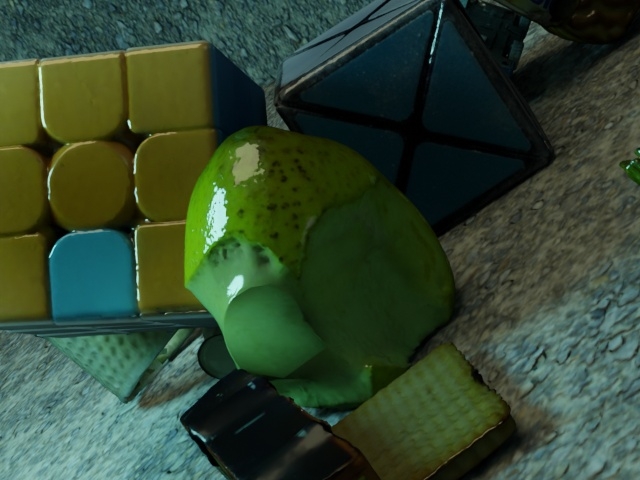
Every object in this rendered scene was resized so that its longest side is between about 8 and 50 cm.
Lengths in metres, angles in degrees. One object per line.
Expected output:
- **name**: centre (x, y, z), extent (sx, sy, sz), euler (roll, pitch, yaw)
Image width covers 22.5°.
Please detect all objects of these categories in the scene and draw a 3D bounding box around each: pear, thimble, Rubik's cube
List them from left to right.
- **Rubik's cube**: centre (-0.216, -0.044, 1.808), extent (0.291, 0.291, 0.290), euler (-5, -6, 9)
- **thimble**: centre (-0.230, 0.072, 2.096), extent (0.271, 0.150, 0.271), euler (-50, -2, -3)
- **pear**: centre (0.000, 0.000, 1.629), extent (0.176, 0.281, 0.286), euler (-11, 25, 41)
- **Rubik's cube**: centre (0.110, -0.163, 1.988), extent (0.260, 0.259, 0.255), euler (-35, 14, 8)

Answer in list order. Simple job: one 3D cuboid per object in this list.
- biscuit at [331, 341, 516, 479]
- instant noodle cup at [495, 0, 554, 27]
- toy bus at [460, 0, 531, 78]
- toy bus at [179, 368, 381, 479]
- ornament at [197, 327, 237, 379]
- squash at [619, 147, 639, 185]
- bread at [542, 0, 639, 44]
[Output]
- **biscuit**: centre (0.078, 0.173, 1.401), extent (0.172, 0.029, 0.254), euler (-37, 12, 1)
- **instant noodle cup**: centre (0.229, -0.447, 2.176), extent (0.214, 0.296, 0.296), euler (-63, 9, 11)
- **toy bus**: centre (0.222, -0.258, 2.283), extent (0.246, 0.114, 0.134), euler (-64, -9, -63)
- **toy bus**: centre (-0.038, 0.187, 1.383), extent (0.093, 0.092, 0.409), euler (-37, 13, -9)
- **ornament**: centre (-0.113, 0.118, 1.986), extent (0.075, 0.081, 0.156), euler (1, 18, -3)
- **squash**: centre (0.355, -0.051, 1.386), extent (0.200, 0.075, 0.090), euler (-2, 50, 30)
- **bread**: centre (0.381, -0.360, 2.217), extent (0.222, 0.096, 0.181), euler (-127, 58, -78)
